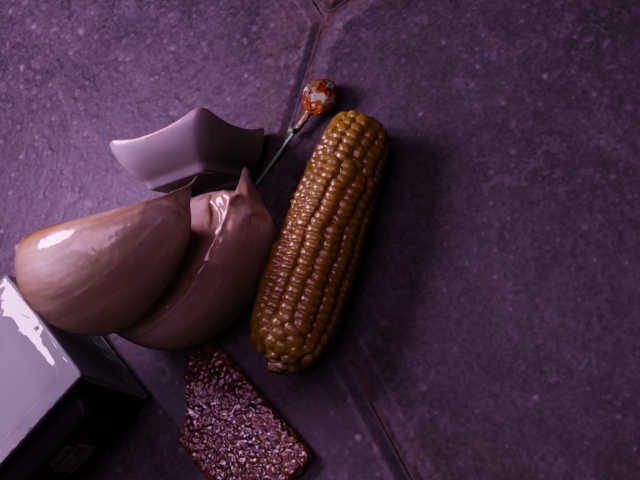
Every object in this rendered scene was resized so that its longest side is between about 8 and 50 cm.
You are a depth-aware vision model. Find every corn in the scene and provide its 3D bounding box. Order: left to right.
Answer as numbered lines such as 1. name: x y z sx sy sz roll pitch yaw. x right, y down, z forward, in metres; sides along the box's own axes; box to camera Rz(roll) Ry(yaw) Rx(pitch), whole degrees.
1. corn: 0.000 0.000 1.335 0.120 0.120 0.363 9 73 28

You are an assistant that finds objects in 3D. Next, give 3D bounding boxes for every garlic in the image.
1. garlic: -0.230 0.028 1.349 0.313 0.286 0.249 -9 48 32

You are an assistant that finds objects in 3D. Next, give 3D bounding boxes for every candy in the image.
1. candy: -0.039 -0.153 1.459 0.185 0.049 0.055 -53 29 6

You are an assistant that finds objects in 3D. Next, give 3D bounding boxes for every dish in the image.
1. dish: -0.170 -0.109 1.409 0.151 0.212 0.077 -18 82 19

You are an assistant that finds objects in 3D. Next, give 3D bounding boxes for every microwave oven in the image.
1. microwave oven: -0.421 0.239 1.405 0.295 0.181 0.237 -48 61 3

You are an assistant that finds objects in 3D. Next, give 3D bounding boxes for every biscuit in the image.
1. biscuit: -0.122 0.247 1.351 0.131 0.026 0.237 -46 60 1
